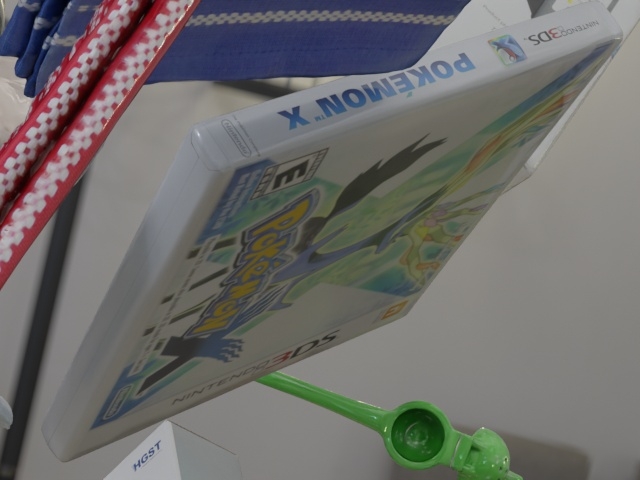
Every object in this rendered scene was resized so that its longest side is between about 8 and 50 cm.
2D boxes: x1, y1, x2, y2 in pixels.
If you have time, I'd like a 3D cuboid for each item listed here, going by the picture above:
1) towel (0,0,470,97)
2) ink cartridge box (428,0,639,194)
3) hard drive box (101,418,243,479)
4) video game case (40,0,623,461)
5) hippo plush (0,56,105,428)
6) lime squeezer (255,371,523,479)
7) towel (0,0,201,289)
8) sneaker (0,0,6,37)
[{"bbox_3d":[0.036,-0.154,0.670,0.243,0.040,0.336,-7,-22,-37],"label":"towel"},{"bbox_3d":[0.128,-0.140,1.336,0.131,0.306,0.226,44,-39,-8],"label":"ink cartridge box"},{"bbox_3d":[-0.140,0.301,1.401,0.089,0.181,0.232,32,24,-32],"label":"hard drive box"},{"bbox_3d":[0.000,0.000,1.006,0.300,0.329,0.036,-21,67,-35],"label":"video game case"},{"bbox_3d":[-0.253,0.030,0.815,0.234,0.294,0.236,18,34,-9],"label":"hippo plush"},{"bbox_3d":[0.090,0.162,1.382,0.310,0.059,0.110,25,8,-33],"label":"lime squeezer"},{"bbox_3d":[-0.119,0.008,0.529,0.031,0.199,0.275,35,-26,-10],"label":"towel"},{"bbox_3d":[-0.264,-0.177,1.052,0.100,0.108,0.271,-7,-7,13],"label":"sneaker"}]
